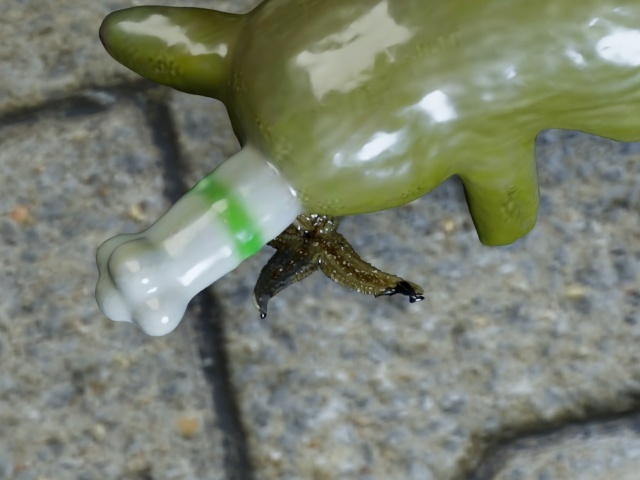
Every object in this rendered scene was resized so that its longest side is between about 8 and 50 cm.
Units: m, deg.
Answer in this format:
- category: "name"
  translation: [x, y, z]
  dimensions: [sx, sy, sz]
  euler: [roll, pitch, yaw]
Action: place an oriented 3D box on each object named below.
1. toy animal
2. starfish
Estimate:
- category: "toy animal"
  translation: [0.041, -0.087, 0.963]
  dimensions: [0.363, 0.180, 0.181]
  euler: [-27, 73, 8]
- category: "starfish"
  translation: [-0.003, 0.004, 1.013]
  dimensions: [0.130, 0.041, 0.133]
  euler: [36, 58, 2]
